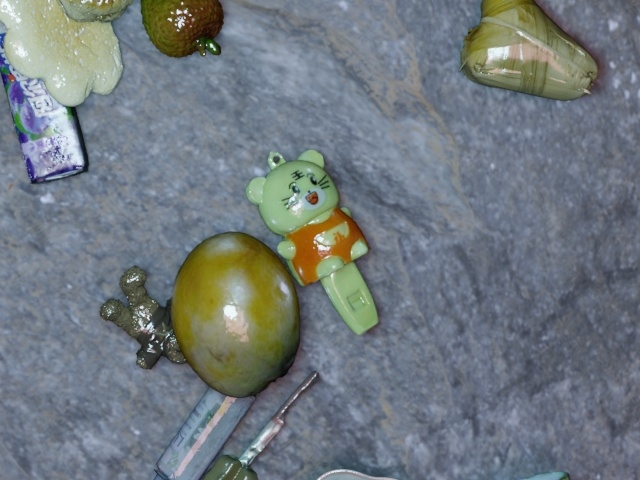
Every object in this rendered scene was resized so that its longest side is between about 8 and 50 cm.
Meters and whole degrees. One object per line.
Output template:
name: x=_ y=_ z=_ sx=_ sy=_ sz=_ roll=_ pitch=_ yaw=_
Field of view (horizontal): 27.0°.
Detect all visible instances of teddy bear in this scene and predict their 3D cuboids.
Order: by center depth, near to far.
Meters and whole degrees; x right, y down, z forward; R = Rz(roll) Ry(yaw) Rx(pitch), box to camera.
teddy bear: x=-0.244 y=0.119 z=1.903 sx=0.160 sy=0.078 sz=0.119 roll=42 pitch=67 yaw=-21

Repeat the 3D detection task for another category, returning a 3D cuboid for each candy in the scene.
candy: x=-0.404 y=-0.237 z=1.875 sx=0.088 sy=0.061 sz=0.312 roll=-15 pitch=94 yaw=-1

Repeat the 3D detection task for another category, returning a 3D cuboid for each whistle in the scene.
whistle: x=0.000 y=0.000 z=1.886 sx=0.131 sy=0.106 sz=0.288 roll=-30 pitch=91 yaw=-27

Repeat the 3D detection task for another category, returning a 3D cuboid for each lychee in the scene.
lychee: x=-0.192 y=-0.312 z=1.862 sx=0.114 sy=0.114 sz=0.146 roll=-35 pitch=76 yaw=-1

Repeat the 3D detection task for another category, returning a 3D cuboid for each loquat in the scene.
loquat: x=-0.118 y=0.105 z=1.852 sx=0.179 sy=0.179 sz=0.227 roll=-9 pitch=76 yaw=-3

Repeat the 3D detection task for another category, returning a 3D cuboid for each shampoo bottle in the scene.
shampoo bottle: x=-0.177 y=0.291 z=1.915 sx=0.072 sy=0.072 sz=0.214 roll=35 pitch=90 yaw=-5

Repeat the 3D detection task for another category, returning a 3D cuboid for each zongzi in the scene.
zongzi: x=0.309 y=-0.305 z=1.907 sx=0.194 sy=0.099 sz=0.197 roll=14 pitch=85 yaw=-5

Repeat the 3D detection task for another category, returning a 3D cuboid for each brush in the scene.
brush: x=-0.101 y=0.305 z=1.923 sx=0.071 sy=0.084 sz=0.301 roll=39 pitch=85 yaw=-9

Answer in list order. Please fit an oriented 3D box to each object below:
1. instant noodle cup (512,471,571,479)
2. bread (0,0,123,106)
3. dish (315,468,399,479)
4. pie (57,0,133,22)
instant noodle cup: x=0.298 y=0.423 z=1.901 sx=0.205 sy=0.205 sz=0.153 roll=-17 pitch=83 yaw=-3
bread: x=-0.367 y=-0.308 z=1.834 sx=0.181 sy=0.039 sz=0.251 roll=-23 pitch=98 yaw=-47
dish: x=0.049 y=0.436 z=1.934 sx=0.229 sy=0.081 sz=0.229 roll=0 pitch=92 yaw=0
pie: x=-0.308 y=-0.390 z=1.830 sx=0.163 sy=0.079 sz=0.194 roll=25 pitch=70 yaw=-30
